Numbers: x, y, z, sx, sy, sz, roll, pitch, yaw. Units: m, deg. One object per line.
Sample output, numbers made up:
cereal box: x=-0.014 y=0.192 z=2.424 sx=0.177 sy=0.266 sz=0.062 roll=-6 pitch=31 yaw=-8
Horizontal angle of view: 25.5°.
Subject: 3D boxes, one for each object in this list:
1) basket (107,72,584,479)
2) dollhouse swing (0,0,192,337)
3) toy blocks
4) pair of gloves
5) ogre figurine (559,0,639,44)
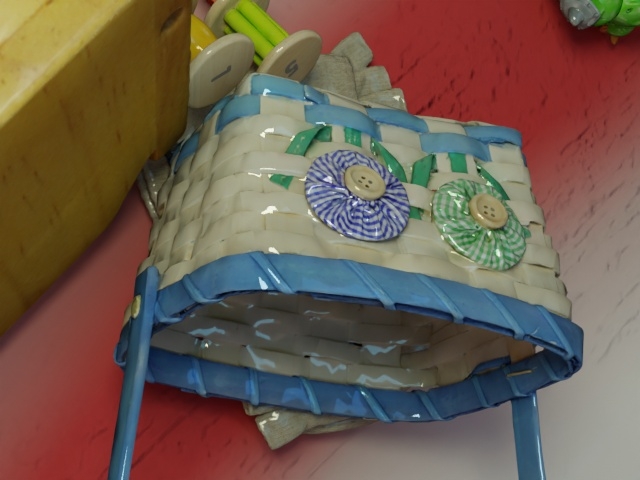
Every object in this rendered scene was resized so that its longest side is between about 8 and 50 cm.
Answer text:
basket: x=0.008 y=0.067 z=0.766 sx=0.255 sy=0.201 sz=0.288 roll=9 pitch=71 yaw=-25
dollhouse swing: x=-0.286 y=-0.075 z=0.646 sx=0.305 sy=0.315 sz=0.347 roll=39 pitch=73 yaw=6
toy blocks: x=-0.084 y=-0.147 z=0.839 sx=0.148 sy=0.054 sz=0.123 roll=46 pitch=30 yaw=18
pair of gloves: x=0.000 y=0.000 z=0.905 sx=0.204 sy=0.042 sz=0.240 roll=-27 pitch=96 yaw=-26
ogre figurine: x=0.226 y=-0.211 z=1.033 sx=0.197 sy=0.097 sz=0.118 roll=1 pitch=74 yaw=-43
